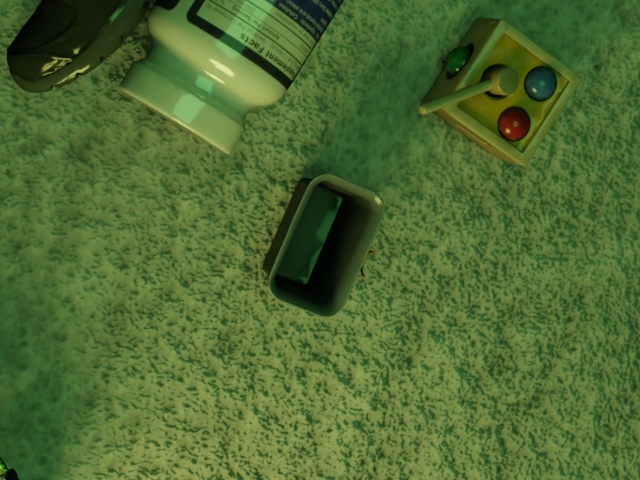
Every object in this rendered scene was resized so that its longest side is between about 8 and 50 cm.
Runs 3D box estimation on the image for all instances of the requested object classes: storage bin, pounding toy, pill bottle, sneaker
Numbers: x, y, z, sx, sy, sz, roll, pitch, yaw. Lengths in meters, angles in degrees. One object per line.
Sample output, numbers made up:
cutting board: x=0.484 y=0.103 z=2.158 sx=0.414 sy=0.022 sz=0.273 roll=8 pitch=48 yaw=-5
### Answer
storage bin: x=0.000 y=0.000 z=1.600 sx=0.098 sy=0.091 sz=0.135 roll=22 pitch=93 yaw=-18
pounding toy: x=0.173 y=-0.152 z=1.618 sx=0.141 sy=0.100 sz=0.130 roll=33 pitch=89 yaw=-19
pill bottle: x=-0.071 y=-0.224 z=1.509 sx=0.153 sy=0.153 sz=0.264 roll=33 pitch=90 yaw=-19
sneaker: x=-0.193 y=-0.283 z=1.444 sx=0.140 sy=0.125 sz=0.341 roll=35 pitch=109 yaw=-25

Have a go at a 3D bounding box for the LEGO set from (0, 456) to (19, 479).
LEGO set: x=-0.439 y=0.137 z=1.416 sx=0.192 sy=0.255 sz=0.331 roll=-34 pitch=105 yaw=-11
